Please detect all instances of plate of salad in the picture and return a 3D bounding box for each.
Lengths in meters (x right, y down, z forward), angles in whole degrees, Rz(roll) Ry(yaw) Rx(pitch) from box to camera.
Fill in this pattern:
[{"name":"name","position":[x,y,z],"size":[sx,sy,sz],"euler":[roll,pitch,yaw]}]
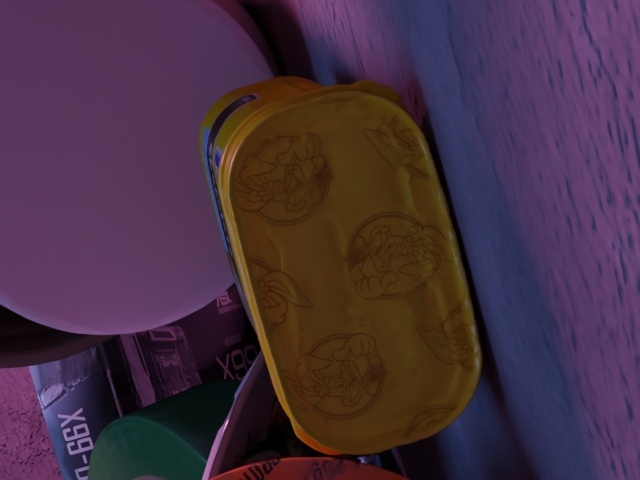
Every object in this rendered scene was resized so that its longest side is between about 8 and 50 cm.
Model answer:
[{"name":"plate of salad","position":[-0.010,0.117,0.795],"size":[0.200,0.048,0.200],"euler":[16,-90,-72]}]

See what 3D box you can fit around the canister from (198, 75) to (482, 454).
[{"name":"canister","position":[0.000,0.000,0.641],"size":[0.170,0.073,0.126],"euler":[-135,29,-78]}]

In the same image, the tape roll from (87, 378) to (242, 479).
[{"name":"tape roll","position":[-0.044,0.253,1.101],"size":[0.321,0.077,0.321],"euler":[35,135,43]}]

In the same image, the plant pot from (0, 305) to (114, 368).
[{"name":"plant pot","position":[-0.235,-0.091,1.238],"size":[0.280,0.323,0.323],"euler":[-138,31,-79]}]

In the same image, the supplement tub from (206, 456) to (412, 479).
[{"name":"supplement tub","position":[0.004,0.222,0.653],"size":[0.316,0.193,0.193],"euler":[82,168,-56]}]

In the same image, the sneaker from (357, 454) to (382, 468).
[{"name":"sneaker","position":[0.018,0.222,0.909],"size":[0.095,0.104,0.236],"euler":[97,156,-76]}]

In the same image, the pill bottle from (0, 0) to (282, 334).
[{"name":"pill bottle","position":[-0.127,-0.064,0.928],"size":[0.361,0.204,0.204],"euler":[-141,34,-76]}]

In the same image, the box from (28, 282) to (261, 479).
[{"name":"box","position":[-0.127,0.169,1.468],"size":[0.307,0.076,0.242],"euler":[-12,-94,-69]}]
